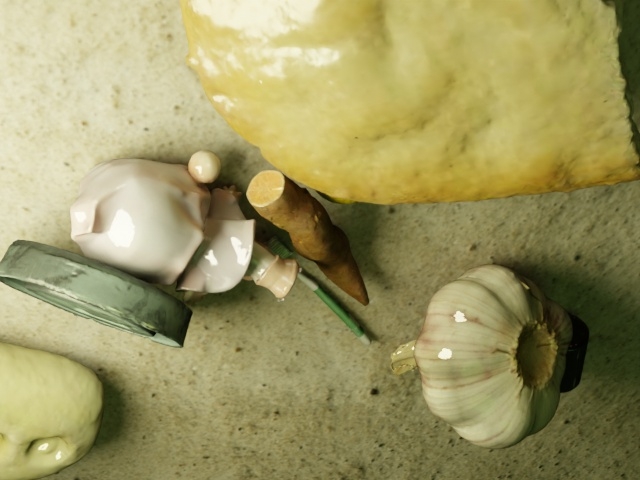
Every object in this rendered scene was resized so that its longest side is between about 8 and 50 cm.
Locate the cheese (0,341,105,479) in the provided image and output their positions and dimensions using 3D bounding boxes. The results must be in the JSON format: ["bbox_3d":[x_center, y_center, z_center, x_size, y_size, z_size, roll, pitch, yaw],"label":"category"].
[{"bbox_3d":[-0.450,0.188,1.038,0.328,0.130,0.351,-8,133,-5],"label":"cheese"}]

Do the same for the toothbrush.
[{"bbox_3d":[0.003,0.074,1.129,0.024,0.018,0.257,-35,128,8],"label":"toothbrush"}]

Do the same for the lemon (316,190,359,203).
[{"bbox_3d":[0.019,-0.077,0.977,0.092,0.065,0.065,34,117,-14],"label":"lemon"}]

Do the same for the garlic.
[{"bbox_3d":[0.202,0.163,1.162,0.245,0.245,0.253,34,152,-34],"label":"garlic"}]

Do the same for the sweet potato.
[{"bbox_3d":[0.000,0.000,1.015,0.059,0.067,0.281,-57,148,-8],"label":"sweet potato"}]

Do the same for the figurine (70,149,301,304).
[{"bbox_3d":[-0.157,-0.004,0.948,0.275,0.133,0.200,23,117,-30],"label":"figurine"}]

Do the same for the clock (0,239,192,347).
[{"bbox_3d":[-0.255,0.063,0.946,0.226,0.049,0.226,17,165,5],"label":"clock"}]

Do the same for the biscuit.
[{"bbox_3d":[0.076,-0.209,0.775,0.446,0.104,0.429,-4,131,16],"label":"biscuit"}]

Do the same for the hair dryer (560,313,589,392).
[{"bbox_3d":[0.282,0.189,1.268,0.247,0.071,0.114,-9,131,-2],"label":"hair dryer"}]
